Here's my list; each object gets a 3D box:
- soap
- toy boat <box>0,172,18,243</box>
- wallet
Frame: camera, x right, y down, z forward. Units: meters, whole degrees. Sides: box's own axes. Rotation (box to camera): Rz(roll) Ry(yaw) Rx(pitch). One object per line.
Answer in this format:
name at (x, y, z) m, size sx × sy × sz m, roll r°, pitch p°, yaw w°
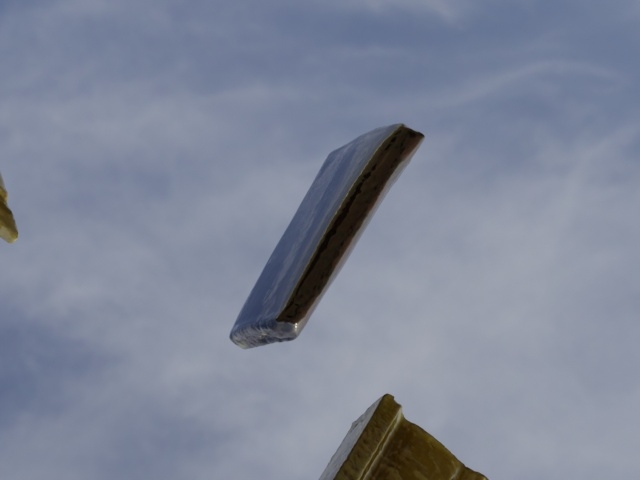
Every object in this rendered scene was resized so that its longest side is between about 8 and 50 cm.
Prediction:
soap at (0.016, 0.189, 0.839) m, size 0.092 × 0.037 × 0.252 m, roll 41°, pitch -140°, yaw -3°
toy boat at (-0.427, -0.125, 1.220) m, size 0.445 × 0.136 × 0.162 m, roll 37°, pitch -149°, yaw -20°
wallet at (0.000, 0.000, 1.465) m, size 0.049 × 0.182 × 0.229 m, roll 37°, pitch -108°, yaw -14°
